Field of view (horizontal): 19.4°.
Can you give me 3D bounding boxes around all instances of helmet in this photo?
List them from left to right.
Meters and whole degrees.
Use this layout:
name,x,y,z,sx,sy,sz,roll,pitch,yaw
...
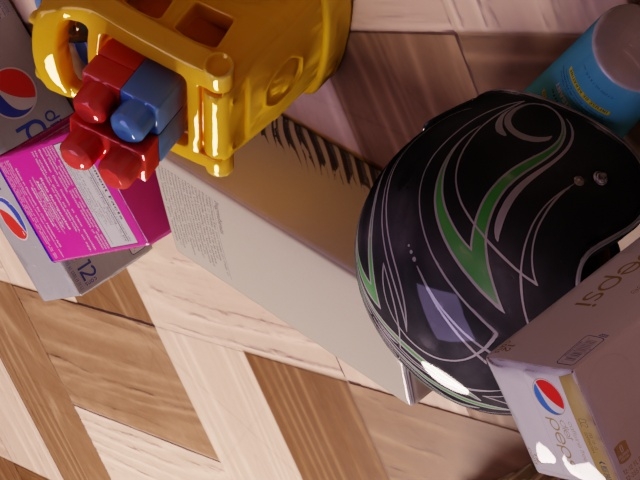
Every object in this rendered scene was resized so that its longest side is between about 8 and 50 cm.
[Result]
name,x,y,z,sx,sy,sz,roll,pitch,yaw
helmet,0.101,0.014,1.060,0.169,0.161,0.169,31,161,12

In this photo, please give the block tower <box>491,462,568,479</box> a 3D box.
name,x,y,z,sx,sy,sz,roll,pitch,yaw
block tower,0.158,0.218,1.357,0.091,0.097,0.335,54,155,3

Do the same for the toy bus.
name,x,y,z,sx,sy,sz,roll,pitch,yaw
toy bus,-0.121,-0.140,1.254,0.220,0.211,0.149,29,150,16

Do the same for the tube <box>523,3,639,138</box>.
name,x,y,z,sx,sy,sz,roll,pitch,yaw
tube,0.148,-0.073,1.098,0.080,0.052,0.207,56,160,9

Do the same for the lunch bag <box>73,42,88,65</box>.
name,x,y,z,sx,sy,sz,roll,pitch,yaw
lunch bag,-0.170,-0.188,1.473,0.067,0.065,0.098,41,156,59

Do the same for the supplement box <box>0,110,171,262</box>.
name,x,y,z,sx,sy,sz,roll,pitch,yaw
supplement box,-0.170,-0.059,1.566,0.220,0.111,0.114,-7,114,60

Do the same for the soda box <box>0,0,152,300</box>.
name,x,y,z,sx,sy,sz,roll,pitch,yaw
soda box,-0.277,-0.087,1.736,0.098,0.091,0.286,-10,112,60

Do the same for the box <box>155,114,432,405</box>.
name,x,y,z,sx,sy,sz,roll,pitch,yaw
box,0.000,0.000,1.370,0.275,0.094,0.113,32,146,38

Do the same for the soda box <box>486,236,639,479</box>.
name,x,y,z,sx,sy,sz,roll,pitch,yaw
soda box,0.191,0.035,0.951,0.069,0.216,0.074,6,126,57
